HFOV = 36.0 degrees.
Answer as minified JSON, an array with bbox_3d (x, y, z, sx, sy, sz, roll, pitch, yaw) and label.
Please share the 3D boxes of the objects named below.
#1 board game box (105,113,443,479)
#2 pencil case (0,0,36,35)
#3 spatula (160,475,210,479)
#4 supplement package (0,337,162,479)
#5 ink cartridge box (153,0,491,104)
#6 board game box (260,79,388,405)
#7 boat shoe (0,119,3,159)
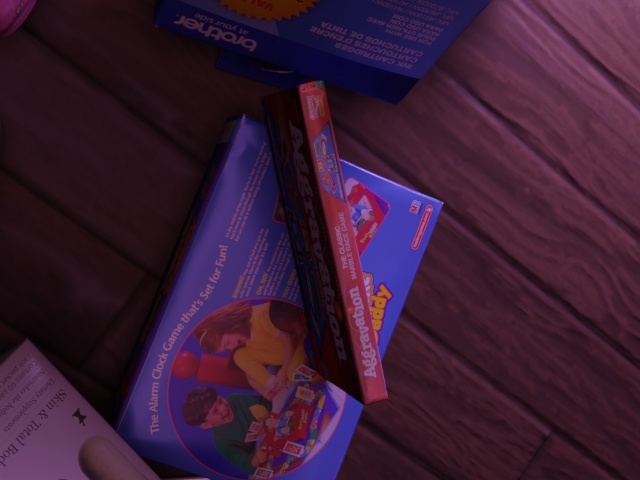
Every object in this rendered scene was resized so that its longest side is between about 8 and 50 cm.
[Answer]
[{"bbox_3d":[-0.048,0.076,1.010,0.233,0.078,0.347,23,87,-17],"label":"board game box"},{"bbox_3d":[-0.236,-0.357,0.878,0.167,0.160,0.386,39,84,20],"label":"pencil case"},{"bbox_3d":[-0.145,0.262,1.042,0.242,0.019,0.168,-2,98,-16],"label":"spatula"},{"bbox_3d":[-0.272,0.267,0.868,0.263,0.198,0.199,50,44,-13],"label":"supplement package"},{"bbox_3d":[0.019,-0.280,0.880,0.270,0.395,0.151,15,62,-19],"label":"ink cartridge box"},{"bbox_3d":[0.000,0.000,0.902,0.027,0.145,0.281,-14,97,-16],"label":"board game box"},{"bbox_3d":[-0.389,0.024,0.886,0.132,0.130,0.355,16,91,-17],"label":"boat shoe"}]
